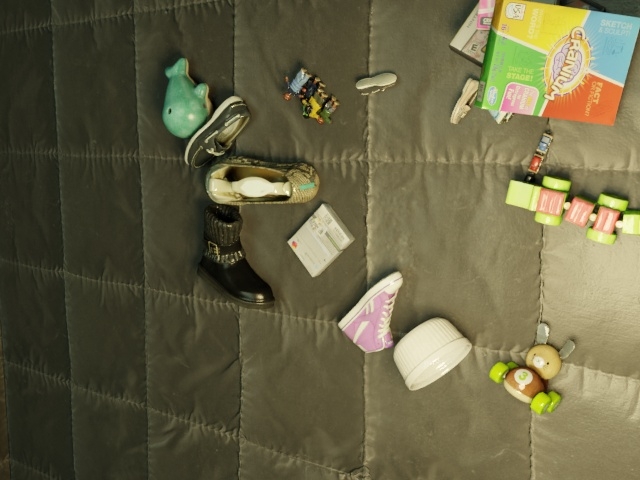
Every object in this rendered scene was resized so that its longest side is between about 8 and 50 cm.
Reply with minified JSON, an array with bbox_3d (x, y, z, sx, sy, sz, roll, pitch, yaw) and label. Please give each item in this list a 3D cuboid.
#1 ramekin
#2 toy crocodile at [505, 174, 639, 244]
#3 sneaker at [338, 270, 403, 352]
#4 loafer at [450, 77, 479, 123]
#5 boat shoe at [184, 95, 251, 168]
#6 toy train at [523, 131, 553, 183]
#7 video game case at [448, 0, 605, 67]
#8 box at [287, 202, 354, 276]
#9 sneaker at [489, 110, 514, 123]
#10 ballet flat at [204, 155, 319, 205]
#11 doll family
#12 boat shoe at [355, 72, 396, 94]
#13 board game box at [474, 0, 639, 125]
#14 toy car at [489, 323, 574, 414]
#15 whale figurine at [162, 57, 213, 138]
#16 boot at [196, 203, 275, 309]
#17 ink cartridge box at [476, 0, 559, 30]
[{"bbox_3d":[0.295,0.300,1.778,0.207,0.207,0.109,-50,60,28],"label":"ramekin"},{"bbox_3d":[0.608,-0.074,1.560,0.340,0.105,0.115,22,108,25],"label":"toy crocodile"},{"bbox_3d":[0.184,0.218,1.906,0.161,0.102,0.282,48,130,15],"label":"sneaker"},{"bbox_3d":[0.381,-0.361,1.719,0.039,0.045,0.125,29,109,20],"label":"loafer"},{"bbox_3d":[-0.340,-0.336,2.166,0.302,0.114,0.091,-49,64,29],"label":"boat shoe"},{"bbox_3d":[0.538,-0.195,1.639,0.027,0.036,0.158,29,112,28],"label":"toy train"},{"bbox_3d":[0.490,-0.509,1.587,0.274,0.035,0.248,39,99,24],"label":"video game case"},{"bbox_3d":[0.000,0.000,2.029,0.186,0.038,0.145,-46,71,29],"label":"box"},{"bbox_3d":[0.475,-0.375,1.642,0.073,0.063,0.162,47,118,25],"label":"sneaker"},{"bbox_3d":[-0.236,-0.182,2.074,0.482,0.182,0.164,4,105,34],"label":"ballet flat"},{"bbox_3d":[-0.035,-0.426,1.976,0.111,0.076,0.193,-48,65,34],"label":"doll family"},{"bbox_3d":[0.162,-0.439,1.858,0.125,0.038,0.046,-7,51,29],"label":"boat shoe"},{"bbox_3d":[0.529,-0.401,1.481,0.316,0.064,0.243,6,108,-5],"label":"board game box"},{"bbox_3d":[0.550,0.311,1.649,0.155,0.148,0.189,36,104,36],"label":"toy car"},{"bbox_3d":[-0.472,-0.478,2.218,0.216,0.141,0.272,-19,85,35],"label":"whale figurine"},{"bbox_3d":[-0.272,0.052,2.151,0.347,0.131,0.260,28,116,28],"label":"boot"},{"bbox_3d":[0.471,-0.668,1.502,0.175,0.069,0.371,11,105,25],"label":"ink cartridge box"}]
